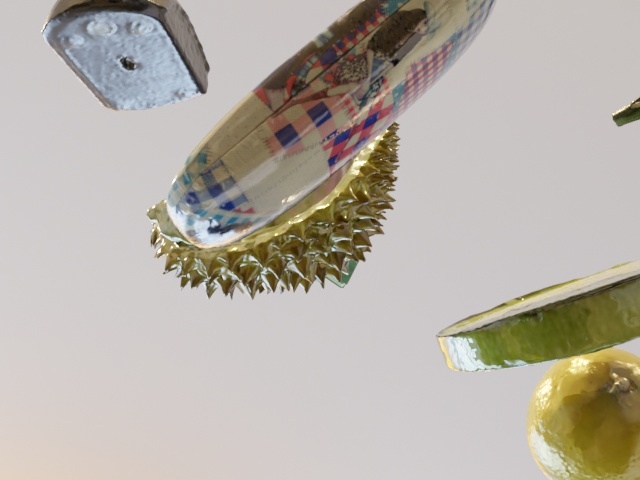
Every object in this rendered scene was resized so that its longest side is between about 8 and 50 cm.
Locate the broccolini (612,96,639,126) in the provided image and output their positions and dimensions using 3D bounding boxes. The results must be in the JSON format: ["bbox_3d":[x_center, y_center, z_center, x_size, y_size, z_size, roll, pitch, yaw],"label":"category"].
[{"bbox_3d":[0.509,-0.210,1.370,0.203,0.068,0.091,-27,-98,16],"label":"broccolini"}]

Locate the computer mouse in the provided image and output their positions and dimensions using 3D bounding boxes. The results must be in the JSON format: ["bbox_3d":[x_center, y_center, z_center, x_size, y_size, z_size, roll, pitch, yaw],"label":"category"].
[{"bbox_3d":[-0.257,-0.272,1.297,0.170,0.100,0.269,-6,-20,7],"label":"computer mouse"}]

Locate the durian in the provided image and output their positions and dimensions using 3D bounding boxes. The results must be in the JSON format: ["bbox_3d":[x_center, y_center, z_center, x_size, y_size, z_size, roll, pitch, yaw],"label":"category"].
[{"bbox_3d":[-0.059,-0.023,0.986,0.306,0.172,0.166,-16,-98,27],"label":"durian"}]

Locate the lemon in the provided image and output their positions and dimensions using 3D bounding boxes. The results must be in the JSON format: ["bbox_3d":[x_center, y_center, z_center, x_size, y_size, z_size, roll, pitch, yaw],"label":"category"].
[{"bbox_3d":[0.450,0.282,1.554,0.241,0.240,0.219,-2,-34,2],"label":"lemon"}]

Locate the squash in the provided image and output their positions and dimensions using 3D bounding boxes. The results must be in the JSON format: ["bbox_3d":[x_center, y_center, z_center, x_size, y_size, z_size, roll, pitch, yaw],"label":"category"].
[{"bbox_3d":[0.197,0.053,0.740,0.219,0.219,0.041,-20,-94,11],"label":"squash"}]

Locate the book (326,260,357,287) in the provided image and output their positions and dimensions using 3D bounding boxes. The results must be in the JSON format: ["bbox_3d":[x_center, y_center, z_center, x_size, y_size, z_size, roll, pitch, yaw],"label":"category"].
[{"bbox_3d":[0.000,0.000,1.467,0.135,0.103,0.017,35,-35,-9],"label":"book"}]

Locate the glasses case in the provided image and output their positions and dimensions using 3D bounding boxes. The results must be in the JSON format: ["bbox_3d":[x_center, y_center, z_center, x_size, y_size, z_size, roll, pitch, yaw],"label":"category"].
[{"bbox_3d":[0.015,-0.113,0.771,0.327,0.125,0.076,-41,-103,-5],"label":"glasses case"}]
